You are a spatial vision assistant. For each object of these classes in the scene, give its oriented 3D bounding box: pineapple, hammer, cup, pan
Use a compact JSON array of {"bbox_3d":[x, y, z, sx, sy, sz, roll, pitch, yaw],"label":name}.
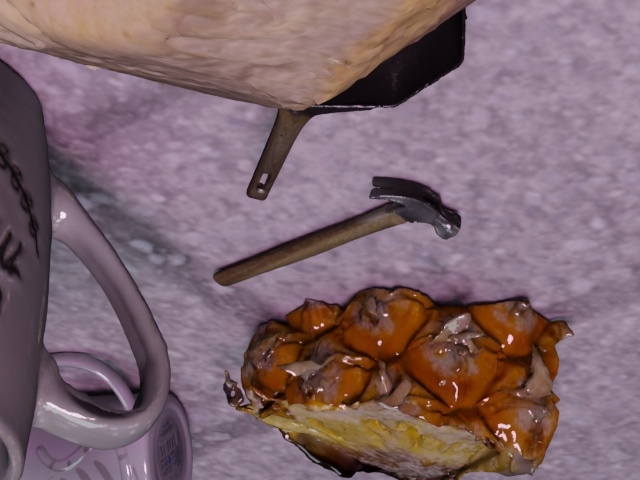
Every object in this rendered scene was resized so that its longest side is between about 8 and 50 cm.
[{"bbox_3d":[0.058,0.106,1.094,0.237,0.114,0.186,4,148,21],"label":"pineapple"},{"bbox_3d":[0.000,0.000,1.006,0.182,0.017,0.062,-20,138,34],"label":"hammer"},{"bbox_3d":[-0.181,0.160,1.194,0.133,0.099,0.136,-4,146,16],"label":"cup"},{"bbox_3d":[-0.014,-0.107,0.820,0.128,0.048,0.202,31,137,-30],"label":"pan"},{"bbox_3d":[-0.204,0.023,0.875,0.258,0.234,0.186,18,144,-15],"label":"cup"}]

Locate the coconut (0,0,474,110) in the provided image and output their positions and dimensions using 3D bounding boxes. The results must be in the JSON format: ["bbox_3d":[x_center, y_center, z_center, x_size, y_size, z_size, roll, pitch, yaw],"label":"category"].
[{"bbox_3d":[-0.017,-0.203,0.473,0.297,0.309,0.297,25,134,29],"label":"coconut"}]
